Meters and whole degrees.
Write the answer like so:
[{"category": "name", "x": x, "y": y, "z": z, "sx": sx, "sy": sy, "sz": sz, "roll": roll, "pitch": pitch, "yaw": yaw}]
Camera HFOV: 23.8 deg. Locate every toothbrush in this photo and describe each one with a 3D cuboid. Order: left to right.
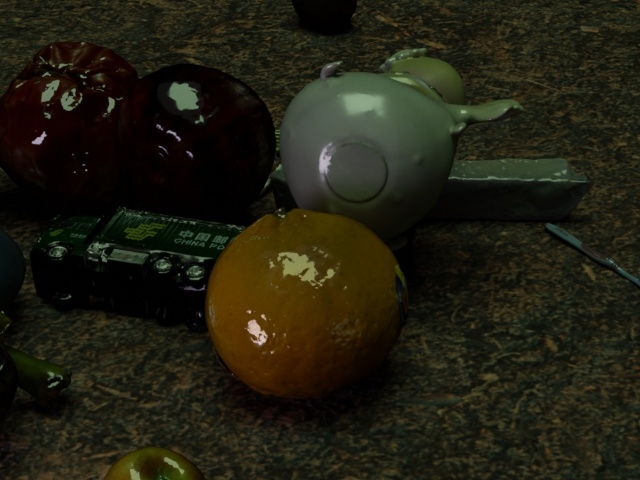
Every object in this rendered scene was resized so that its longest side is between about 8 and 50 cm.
[{"category": "toothbrush", "x": 0.334, "y": 0.017, "z": 1.828, "sx": 0.013, "sy": 0.019, "sz": 0.193, "roll": -22, "pitch": 35, "yaw": -28}]

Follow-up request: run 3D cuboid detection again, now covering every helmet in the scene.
[{"category": "helmet", "x": 0.003, "y": -0.379, "z": 2.452, "sx": 0.123, "sy": 0.070, "sz": 0.098, "roll": 12, "pitch": 27, "yaw": 34}]

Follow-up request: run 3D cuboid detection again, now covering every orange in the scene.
[{"category": "orange", "x": -0.016, "y": 0.066, "z": 1.614, "sx": 0.219, "sy": 0.193, "sz": 0.219, "roll": -16, "pitch": 32, "yaw": 10}]

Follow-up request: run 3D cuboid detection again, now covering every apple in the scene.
[{"category": "apple", "x": -0.151, "y": 0.246, "z": 1.397, "sx": 0.099, "sy": 0.102, "sz": 0.114, "roll": -18, "pitch": 35, "yaw": -27}]

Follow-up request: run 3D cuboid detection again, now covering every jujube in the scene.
[{"category": "jujube", "x": -0.318, "y": -0.142, "z": 1.967, "sx": 0.213, "sy": 0.213, "sz": 0.232, "roll": -4, "pitch": 26, "yaw": -3}]

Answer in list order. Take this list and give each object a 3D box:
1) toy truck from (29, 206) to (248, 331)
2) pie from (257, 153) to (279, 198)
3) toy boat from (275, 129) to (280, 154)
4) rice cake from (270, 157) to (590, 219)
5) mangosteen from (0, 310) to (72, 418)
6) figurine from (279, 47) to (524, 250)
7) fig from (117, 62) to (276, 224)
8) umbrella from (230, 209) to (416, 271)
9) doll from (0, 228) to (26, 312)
[{"category": "toy truck", "x": -0.200, "y": 0.031, "z": 1.773, "sx": 0.259, "sy": 0.088, "sz": 0.121, "roll": 8, "pitch": 34, "yaw": 14}, {"category": "pie", "x": -0.113, "y": -0.114, "z": 2.049, "sx": 0.170, "sy": 0.034, "sz": 0.092, "roll": 30, "pitch": 53, "yaw": 33}, {"category": "toy boat", "x": -0.076, "y": -0.138, "z": 2.109, "sx": 0.115, "sy": 0.016, "sz": 0.063, "roll": 1, "pitch": 32, "yaw": 5}, {"category": "rice cake", "x": 0.137, "y": -0.066, "z": 1.927, "sx": 0.399, "sy": 0.070, "sz": 0.064, "roll": 1, "pitch": 36, "yaw": 4}, {"category": "mangosteen", "x": -0.397, "y": 0.119, "z": 1.554, "sx": 0.289, "sy": 0.231, "sz": 0.231, "roll": 23, "pitch": 13, "yaw": -38}, {"category": "figurine", "x": 0.115, "y": -0.139, "z": 1.818, "sx": 0.274, "sy": 0.227, "sz": 0.394, "roll": -9, "pitch": 16, "yaw": 19}, {"category": "fig", "x": -0.123, "y": -0.133, "z": 1.868, "sx": 0.249, "sy": 0.204, "sz": 0.186, "roll": -33, "pitch": 13, "yaw": -39}, {"category": "umbrella", "x": 0.000, "y": 0.000, "z": 1.840, "sx": 0.235, "sy": 0.059, "sz": 0.066, "roll": 4, "pitch": 70, "yaw": 16}, {"category": "doll", "x": -0.463, "y": 0.033, "z": 1.745, "sx": 0.258, "sy": 0.154, "sz": 0.228, "roll": 16, "pitch": 31, "yaw": 16}]
